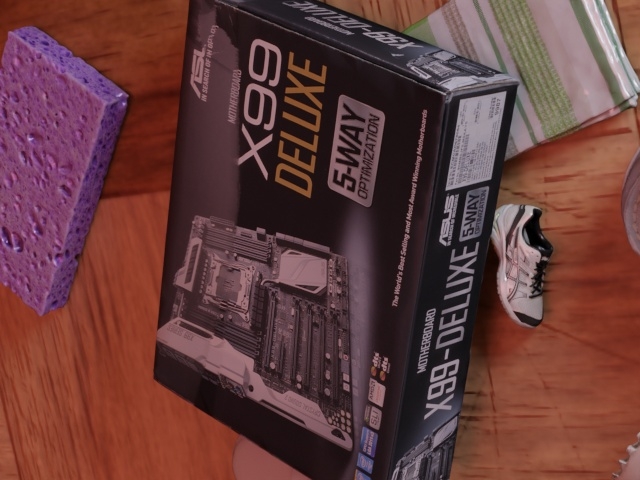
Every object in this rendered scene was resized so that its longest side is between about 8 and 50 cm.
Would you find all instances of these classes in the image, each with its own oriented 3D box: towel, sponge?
[{"bbox_3d":[0.126,-0.113,1.154,0.152,0.023,0.113,-24,85,43],"label":"towel"},{"bbox_3d":[-0.228,-0.055,1.450,0.117,0.031,0.210,37,124,25],"label":"sponge"}]

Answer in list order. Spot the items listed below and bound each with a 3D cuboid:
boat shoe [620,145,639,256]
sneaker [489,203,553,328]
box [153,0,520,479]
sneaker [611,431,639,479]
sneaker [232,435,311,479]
[{"bbox_3d":[0.270,-0.055,0.976,0.320,0.103,0.118,-27,94,50],"label":"boat shoe"},{"bbox_3d":[0.135,0.017,1.175,0.037,0.032,0.083,-9,98,41],"label":"sneaker"},{"bbox_3d":[0.000,0.000,1.235,0.242,0.076,0.308,28,120,38],"label":"box"},{"bbox_3d":[0.242,0.201,1.107,0.146,0.102,0.293,35,128,21],"label":"sneaker"},{"bbox_3d":[0.020,0.241,1.278,0.290,0.123,0.106,44,128,22],"label":"sneaker"}]
